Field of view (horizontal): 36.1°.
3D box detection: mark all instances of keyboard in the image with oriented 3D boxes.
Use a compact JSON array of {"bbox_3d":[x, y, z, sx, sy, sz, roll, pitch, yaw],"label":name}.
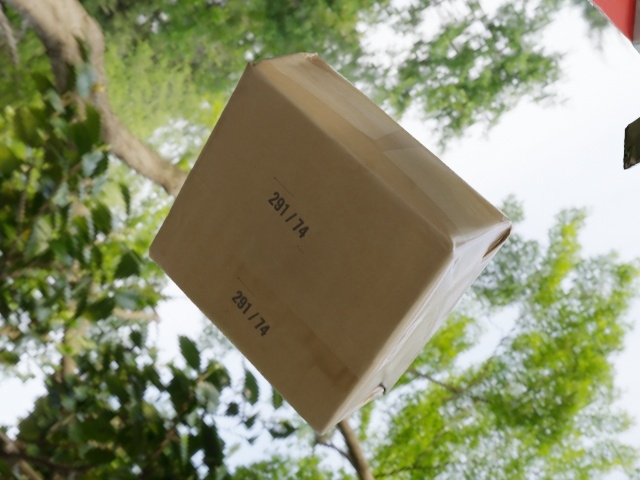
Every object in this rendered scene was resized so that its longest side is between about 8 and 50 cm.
[{"bbox_3d":[0.477,-0.137,1.373,0.192,0.038,0.100,126,-30,-81],"label":"keyboard"}]

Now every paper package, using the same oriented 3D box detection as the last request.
[{"bbox_3d":[0.000,0.000,1.147,0.168,0.325,0.310,-19,146,-57],"label":"paper package"}]

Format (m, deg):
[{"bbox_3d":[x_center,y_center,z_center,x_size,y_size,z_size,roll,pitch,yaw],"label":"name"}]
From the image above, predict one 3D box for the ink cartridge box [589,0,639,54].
[{"bbox_3d":[0.465,-0.397,1.357,0.066,0.261,0.296,-10,-119,42],"label":"ink cartridge box"}]
